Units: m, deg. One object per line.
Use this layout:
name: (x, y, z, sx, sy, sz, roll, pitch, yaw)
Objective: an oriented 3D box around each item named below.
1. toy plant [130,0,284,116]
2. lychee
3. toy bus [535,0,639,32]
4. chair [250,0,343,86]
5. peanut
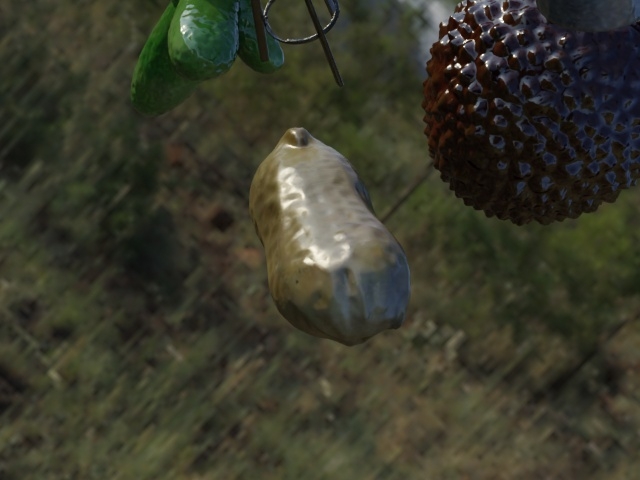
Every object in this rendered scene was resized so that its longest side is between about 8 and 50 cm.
toy plant: (-0.143, -0.351, 2.092, 0.210, 0.356, 0.317, 10, -7, -20)
lychee: (0.235, -0.151, 1.689, 0.276, 0.276, 0.304, 45, 48, 6)
toy bus: (0.312, -0.264, 0.961, 0.249, 0.439, 0.209, -61, 152, -43)
chair: (-0.027, -0.263, 1.613, 0.104, 0.095, 0.221, 17, -23, 23)
peanut: (0.000, 0.000, 1.056, 0.099, 0.099, 0.214, 36, 19, -37)
